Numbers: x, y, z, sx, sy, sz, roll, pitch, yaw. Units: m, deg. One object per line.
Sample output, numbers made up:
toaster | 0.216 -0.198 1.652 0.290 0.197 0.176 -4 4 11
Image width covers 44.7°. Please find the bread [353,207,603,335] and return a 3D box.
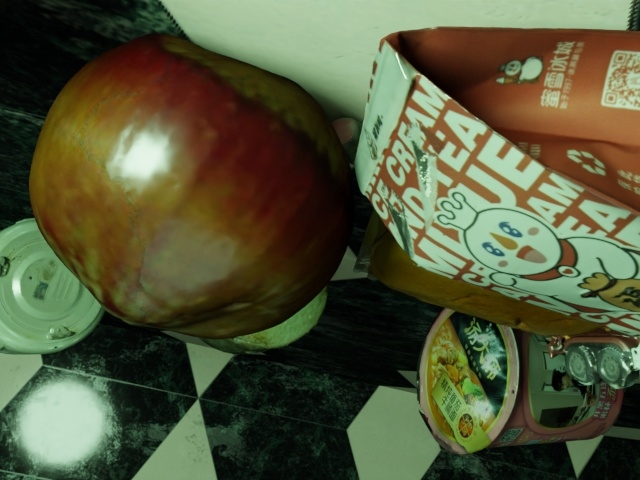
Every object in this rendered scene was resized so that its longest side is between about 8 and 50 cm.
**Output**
bread | 0.164 0.012 0.698 0.241 0.106 0.136 17 151 -16

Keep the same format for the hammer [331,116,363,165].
hammer | 0.006 -0.086 0.659 0.083 0.031 0.052 14 165 36

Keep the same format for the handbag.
handbag | 0.168 -0.046 0.480 0.298 0.151 0.171 19 161 -1

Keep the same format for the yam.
yam | -0.101 0.084 1.113 0.161 0.161 0.268 16 167 -16

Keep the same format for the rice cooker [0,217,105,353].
rice cooker | -0.475 0.079 1.256 0.226 0.225 0.244 21 165 -31

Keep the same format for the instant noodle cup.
instant noodle cup | 0.312 0.214 1.181 0.255 0.243 0.244 12 166 -26

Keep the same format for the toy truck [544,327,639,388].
toy truck | 0.332 0.073 0.762 0.114 0.135 0.270 -5 176 -24

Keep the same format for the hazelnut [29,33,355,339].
hazelnut | -0.083 -0.028 0.581 0.217 0.217 0.251 0 156 38
